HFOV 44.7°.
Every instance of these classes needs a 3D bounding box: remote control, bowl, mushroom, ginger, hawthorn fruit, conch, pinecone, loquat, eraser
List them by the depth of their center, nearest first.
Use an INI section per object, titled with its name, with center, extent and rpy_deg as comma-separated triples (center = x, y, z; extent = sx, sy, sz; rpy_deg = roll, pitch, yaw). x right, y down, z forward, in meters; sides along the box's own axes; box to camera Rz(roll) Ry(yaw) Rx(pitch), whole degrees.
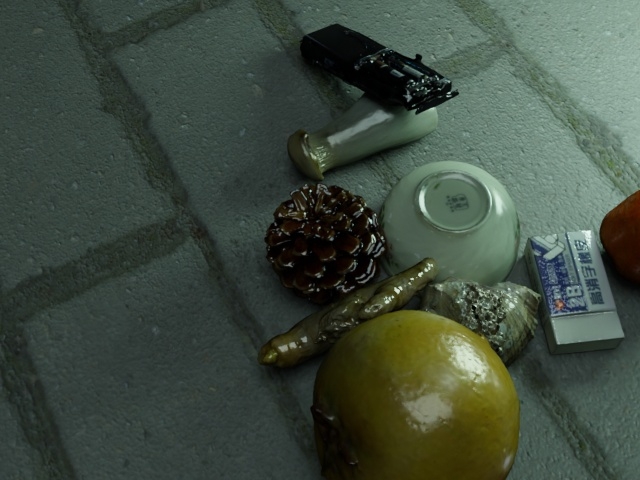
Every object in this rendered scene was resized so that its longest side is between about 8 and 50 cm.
[loquat]
center = 0.158, 0.264, 1.165
extent = 0.359, 0.328, 0.329
rpy_deg = -2, 58, -26
[ginger]
center = 0.048, 0.133, 1.307
extent = 0.332, 0.166, 0.080
rpy_deg = -26, 94, 13
[conch]
center = 0.270, 0.146, 1.330
extent = 0.245, 0.179, 0.163
rpy_deg = -13, 23, -12
[pinecone]
center = 0.000, 0.000, 1.374
extent = 0.221, 0.221, 0.222
rpy_deg = -1, 61, 1
[hawthorn fruit]
center = 0.587, -0.009, 1.377
extent = 0.189, 0.189, 0.189
rpy_deg = -1, 61, 1
[eraser]
center = 0.449, 0.091, 1.387
extent = 0.124, 0.068, 0.210
rpy_deg = -5, 62, -2
[bowl]
center = 0.236, -0.037, 1.425
extent = 0.276, 0.145, 0.277
rpy_deg = -2, 61, 3
[mushroom]
center = 0.083, -0.225, 1.560
extent = 0.328, 0.122, 0.159
rpy_deg = -27, 27, -13
[remote control]
center = 0.101, -0.354, 1.562
extent = 0.144, 0.062, 0.398
rpy_deg = -27, 41, -22
